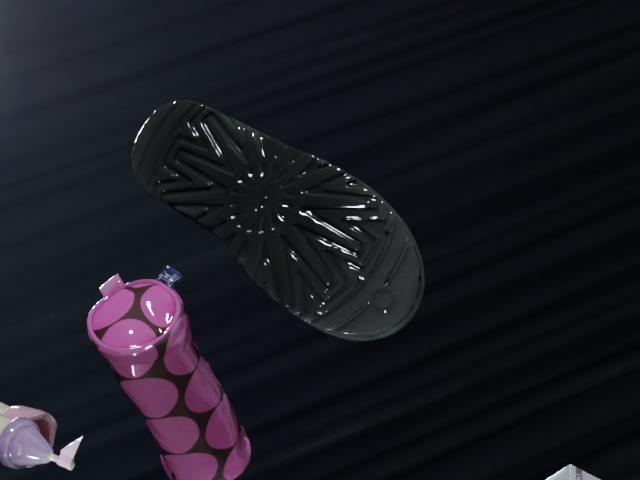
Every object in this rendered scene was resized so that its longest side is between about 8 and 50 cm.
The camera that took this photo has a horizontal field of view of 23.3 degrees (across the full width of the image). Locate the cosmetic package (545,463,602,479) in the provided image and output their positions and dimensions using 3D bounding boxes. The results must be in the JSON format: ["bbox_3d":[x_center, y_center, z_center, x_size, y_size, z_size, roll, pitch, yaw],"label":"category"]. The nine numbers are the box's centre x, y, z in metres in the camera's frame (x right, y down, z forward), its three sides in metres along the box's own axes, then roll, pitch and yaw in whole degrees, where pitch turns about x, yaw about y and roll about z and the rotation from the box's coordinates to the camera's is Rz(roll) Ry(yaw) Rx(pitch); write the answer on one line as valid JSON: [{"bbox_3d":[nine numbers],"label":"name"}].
[{"bbox_3d":[0.314,0.432,2.203,0.238,0.107,0.127,-38,32,39],"label":"cosmetic package"}]

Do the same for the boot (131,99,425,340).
[{"bbox_3d":[0.002,-0.004,1.504,0.348,0.131,0.260,39,-177,31],"label":"boot"}]

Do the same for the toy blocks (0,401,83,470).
[{"bbox_3d":[-0.406,0.288,1.603,0.260,0.288,0.309,19,172,33],"label":"toy blocks"}]

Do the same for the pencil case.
[{"bbox_3d":[-0.129,0.124,1.347,0.098,0.095,0.209,34,153,42],"label":"pencil case"}]
